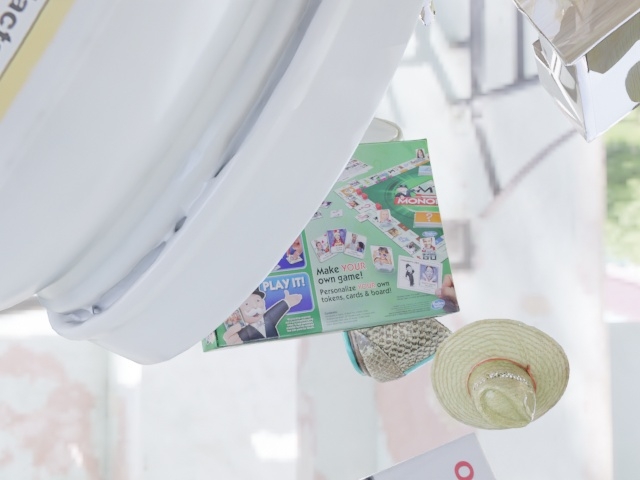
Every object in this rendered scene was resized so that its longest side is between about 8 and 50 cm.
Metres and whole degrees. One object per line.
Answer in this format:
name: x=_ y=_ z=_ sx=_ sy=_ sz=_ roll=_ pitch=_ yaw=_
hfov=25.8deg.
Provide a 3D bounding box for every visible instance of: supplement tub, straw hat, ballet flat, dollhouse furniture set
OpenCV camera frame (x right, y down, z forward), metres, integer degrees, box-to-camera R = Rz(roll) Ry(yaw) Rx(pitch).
supplement tub: x=-0.153 y=-0.122 z=0.452 sx=0.331 sy=0.241 sz=0.241 roll=30 pitch=162 yaw=-21
straw hat: x=0.176 y=0.149 z=1.352 sx=0.144 sy=0.145 sz=0.061 roll=0 pitch=-148 yaw=-3
ballet flat: x=0.064 y=-0.048 z=1.900 sx=0.182 sy=0.483 sz=0.164 roll=-25 pitch=158 yaw=13
dollhouse furniture set: x=0.157 y=-0.305 z=1.168 sx=0.362 sy=0.394 sz=0.256 roll=-37 pitch=164 yaw=3

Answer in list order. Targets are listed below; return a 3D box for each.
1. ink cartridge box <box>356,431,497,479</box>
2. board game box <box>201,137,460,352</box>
ink cartridge box: x=0.061 y=0.443 z=1.706 sx=0.394 sy=0.286 sz=0.166 roll=-21 pitch=168 yaw=-13
board game box: x=0.000 y=0.000 z=1.588 sx=0.317 sy=0.214 sz=0.046 roll=-6 pitch=171 yaw=-29
